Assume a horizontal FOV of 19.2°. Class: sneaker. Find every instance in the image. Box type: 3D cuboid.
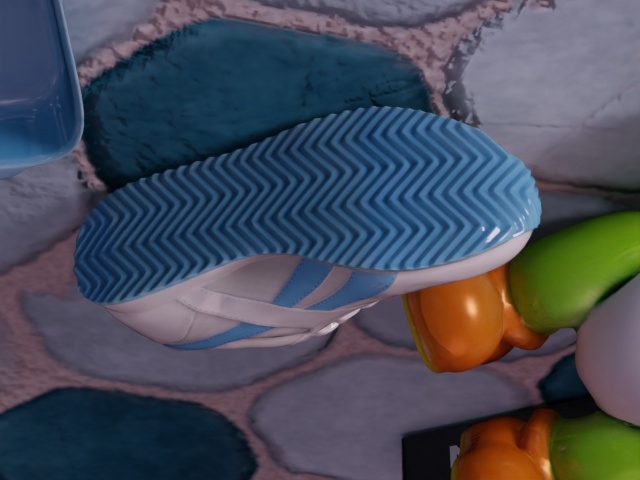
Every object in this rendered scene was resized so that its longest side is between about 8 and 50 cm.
[{"bbox_3d":[0.000,0.000,0.916,0.229,0.087,0.092,-9,152,23],"label":"sneaker"}]

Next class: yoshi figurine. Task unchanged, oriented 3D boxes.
[{"bbox_3d":[0.226,0.044,0.889,0.362,0.203,0.203,-15,137,14],"label":"yoshi figurine"}]

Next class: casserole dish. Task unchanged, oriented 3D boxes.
[{"bbox_3d":[-0.162,-0.093,0.808,0.114,0.037,0.188,-2,146,1],"label":"casserole dish"}]

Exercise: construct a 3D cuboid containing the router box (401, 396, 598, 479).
[{"bbox_3d":[0.154,0.150,1.159,0.179,0.046,0.133,-15,143,19],"label":"router box"}]
